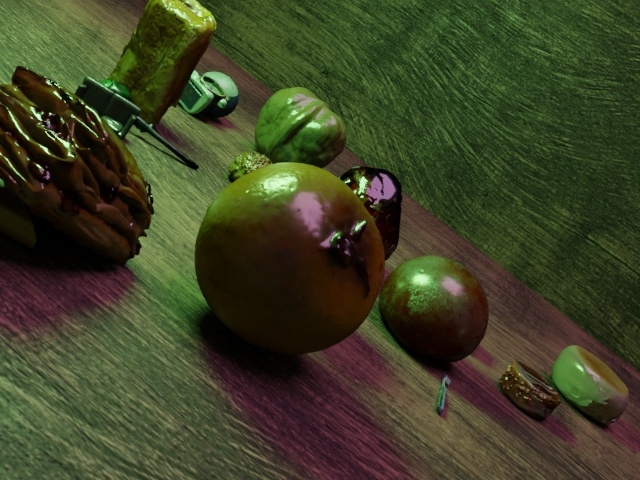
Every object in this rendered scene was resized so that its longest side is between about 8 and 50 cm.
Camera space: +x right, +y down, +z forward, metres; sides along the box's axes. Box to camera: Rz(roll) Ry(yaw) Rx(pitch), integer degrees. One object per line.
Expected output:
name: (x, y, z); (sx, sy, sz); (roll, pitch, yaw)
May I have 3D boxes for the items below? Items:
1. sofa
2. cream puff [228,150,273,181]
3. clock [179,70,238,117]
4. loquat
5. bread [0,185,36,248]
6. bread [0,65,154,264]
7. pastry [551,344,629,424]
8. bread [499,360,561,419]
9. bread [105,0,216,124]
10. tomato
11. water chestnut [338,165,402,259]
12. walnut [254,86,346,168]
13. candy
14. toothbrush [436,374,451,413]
sofa: (-0.502, -0.308, 1.832); (0.147, 0.085, 0.060); (32, 12, -15)
cream puff: (-0.182, -0.191, 2.157); (0.126, 0.103, 0.144); (38, 9, 12)
clock: (-0.370, -0.485, 2.588); (0.199, 0.146, 0.243); (44, 20, 11)
loquat: (-0.070, 0.031, 1.352); (0.329, 0.328, 0.360); (24, -25, -39)
bread: (-0.451, -0.035, 1.144); (0.103, 0.049, 0.062); (34, 30, -16)
bread: (-0.383, -0.120, 1.206); (0.277, 0.167, 0.324); (41, -4, 22)
pastry: (0.817, 0.438, 2.385); (0.265, 0.133, 0.265); (34, 15, -11)
bread: (0.535, 0.386, 2.026); (0.161, 0.073, 0.160); (34, 18, -12)
bread: (-0.419, -0.478, 2.057); (0.195, 0.344, 0.149); (38, 24, 1)
tomato: (0.279, 0.153, 1.886); (0.270, 0.222, 0.270); (32, 12, -7)
water chestnut: (0.098, -0.069, 2.148); (0.245, 0.288, 0.289); (1, 16, 1)
walnut: (-0.071, -0.353, 2.607); (0.253, 0.277, 0.282); (11, 39, -48)
candy: (-0.430, -0.276, 1.953); (0.323, 0.097, 0.097); (39, 12, -22)
toothbrush: (0.266, 0.331, 1.700); (0.019, 0.016, 0.219); (46, 14, 4)
